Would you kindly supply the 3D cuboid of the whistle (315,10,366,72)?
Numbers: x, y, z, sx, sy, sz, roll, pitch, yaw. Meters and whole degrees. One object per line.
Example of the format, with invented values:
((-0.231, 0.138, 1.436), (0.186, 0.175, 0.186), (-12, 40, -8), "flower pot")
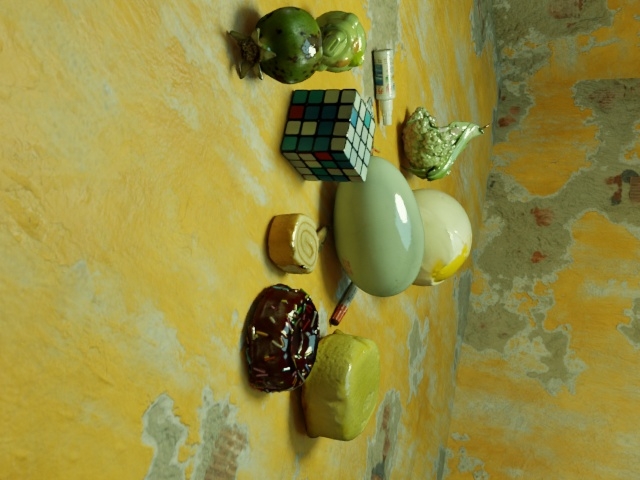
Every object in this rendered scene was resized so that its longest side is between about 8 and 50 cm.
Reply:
((0.043, -0.410, 1.378), (0.294, 0.141, 0.141), (-103, -176, -63), "whistle")

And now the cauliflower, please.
((0.408, -0.329, 2.162), (0.256, 0.315, 0.239), (67, -6, -32), "cauliflower")

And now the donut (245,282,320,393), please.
((-0.069, 0.206, 1.353), (0.235, 0.089, 0.235), (3, 90, -69), "donut")

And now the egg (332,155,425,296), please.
((0.143, -0.033, 1.637), (0.230, 0.230, 0.371), (-45, 127, -57), "egg")

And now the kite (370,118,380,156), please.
((0.150, -0.269, 1.892), (0.159, 0.010, 0.190), (-18, 111, -66), "kite")

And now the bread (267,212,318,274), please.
((-0.051, 0.005, 1.382), (0.149, 0.073, 0.122), (43, 52, -61), "bread")

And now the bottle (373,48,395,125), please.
((0.190, -0.446, 1.894), (0.060, 0.060, 0.217), (-43, 130, -58), "bottle")

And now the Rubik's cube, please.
((0.021, -0.226, 1.420), (0.155, 0.151, 0.154), (43, 56, -62), "Rubik's cube")

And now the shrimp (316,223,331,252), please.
((0.000, 0.000, 1.569), (0.108, 0.023, 0.059), (-50, 148, -54), "shrimp")

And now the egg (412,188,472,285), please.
((0.321, -0.020, 1.990), (0.345, 0.283, 0.283), (-55, 142, -59), "egg")

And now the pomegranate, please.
((-0.070, -0.358, 1.207), (0.169, 0.148, 0.148), (-49, 137, -46), "pomegranate")

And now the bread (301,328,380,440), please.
((0.045, 0.351, 1.571), (0.270, 0.148, 0.270), (-26, 119, -60), "bread")

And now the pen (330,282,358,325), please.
((0.079, 0.152, 1.767), (0.239, 0.028, 0.028), (-55, 142, -51), "pen")

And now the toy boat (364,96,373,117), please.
((0.129, -0.344, 1.822), (0.149, 0.034, 0.105), (-59, 144, -69), "toy boat")
